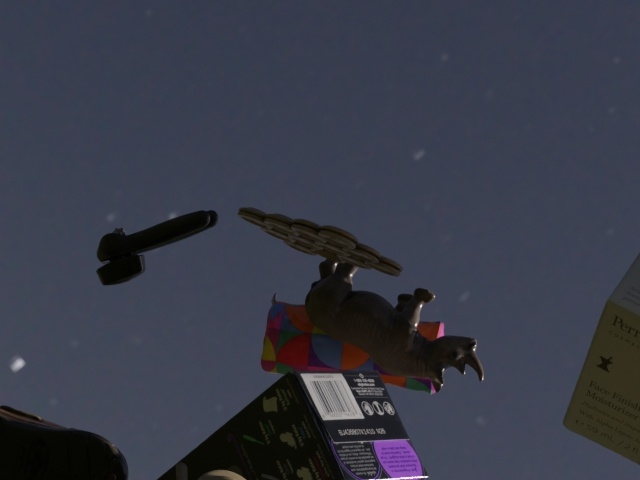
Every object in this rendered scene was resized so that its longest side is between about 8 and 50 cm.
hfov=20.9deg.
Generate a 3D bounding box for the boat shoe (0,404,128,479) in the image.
[{"bbox_3d":[-0.392,0.263,2.145,0.324,0.122,0.120,17,-4,4],"label":"boat shoe"}]

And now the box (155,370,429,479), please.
[{"bbox_3d":[-0.043,0.273,1.943,0.270,0.165,0.143,-41,-118,28],"label":"box"}]

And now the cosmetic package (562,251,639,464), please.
[{"bbox_3d":[0.358,0.117,1.749,0.151,0.151,0.184,26,-48,17],"label":"cosmetic package"}]

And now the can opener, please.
[{"bbox_3d":[-0.218,-0.001,2.310,0.186,0.059,0.073,-23,-88,16],"label":"can opener"}]

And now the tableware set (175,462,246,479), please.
[{"bbox_3d":[-0.094,0.318,1.697,0.128,0.194,0.039,18,-41,-27],"label":"tableware set"}]

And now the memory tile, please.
[{"bbox_3d":[0.000,0.000,1.643,0.148,0.012,0.113,13,-12,43],"label":"memory tile"}]

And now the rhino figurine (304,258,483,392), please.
[{"bbox_3d":[0.091,0.106,2.099,0.243,0.106,0.073,31,-22,4],"label":"rhino figurine"}]

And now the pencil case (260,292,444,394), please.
[{"bbox_3d":[0.039,0.133,2.182,0.236,0.104,0.104,8,-41,9],"label":"pencil case"}]
